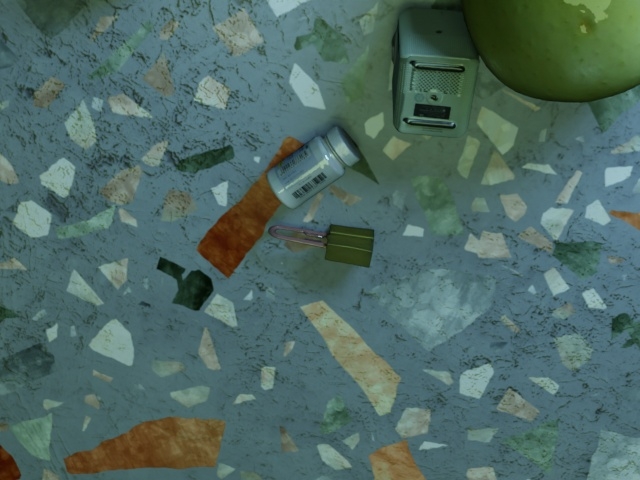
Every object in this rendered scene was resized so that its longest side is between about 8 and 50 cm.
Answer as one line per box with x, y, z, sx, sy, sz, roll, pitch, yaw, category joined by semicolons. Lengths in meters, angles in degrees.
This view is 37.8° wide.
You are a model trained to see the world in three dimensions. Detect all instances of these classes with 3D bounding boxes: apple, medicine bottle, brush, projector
0.454;-0.474;1.642;0.474;0.473;0.473;1;113;2;apple
-0.015;-0.156;1.984;0.187;0.102;0.102;-35;107;16;medicine bottle
0.000;0.000;2.054;0.234;0.103;0.047;9;117;1;brush
0.222;-0.337;1.834;0.164;0.242;0.177;4;130;0;projector
